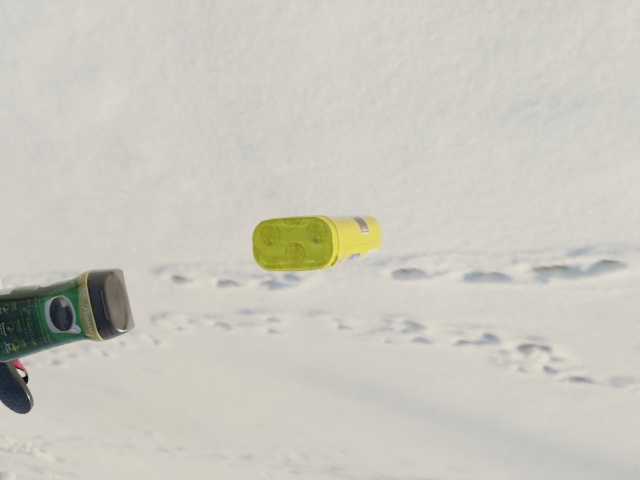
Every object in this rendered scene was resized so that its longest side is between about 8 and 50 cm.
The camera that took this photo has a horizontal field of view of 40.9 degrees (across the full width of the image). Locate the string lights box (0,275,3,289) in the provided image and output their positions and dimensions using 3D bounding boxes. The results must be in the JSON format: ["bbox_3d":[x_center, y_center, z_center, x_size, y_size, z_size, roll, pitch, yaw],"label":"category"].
[{"bbox_3d":[-0.702,0.185,1.721,0.133,0.077,0.260,11,123,9],"label":"string lights box"}]

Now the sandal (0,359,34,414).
[{"bbox_3d":[-0.498,0.204,1.370,0.067,0.040,0.179,-1,121,21],"label":"sandal"}]

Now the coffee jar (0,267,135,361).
[{"bbox_3d":[-0.339,0.095,1.118,0.184,0.096,0.079,-11,-178,5],"label":"coffee jar"}]

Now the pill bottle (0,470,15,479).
[{"bbox_3d":[-0.490,0.418,1.316,0.065,0.116,0.065,-11,151,-6],"label":"pill bottle"}]

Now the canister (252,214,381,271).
[{"bbox_3d":[0.000,0.000,1.214,0.126,0.073,0.170,-3,-178,27],"label":"canister"}]
